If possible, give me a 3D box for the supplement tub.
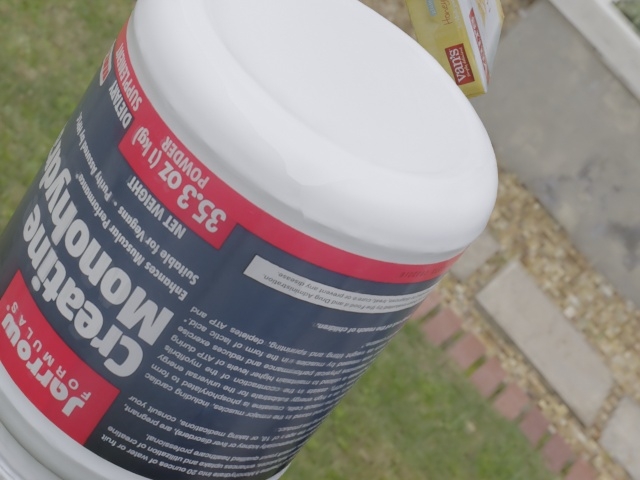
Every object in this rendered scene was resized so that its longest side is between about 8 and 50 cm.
[{"bbox_3d":[-0.058,0.014,0.696,0.191,0.272,0.191,26,32,-18],"label":"supplement tub"}]

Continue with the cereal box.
[{"bbox_3d":[0.105,-0.230,1.167,0.240,0.047,0.173,-69,141,-64],"label":"cereal box"}]
